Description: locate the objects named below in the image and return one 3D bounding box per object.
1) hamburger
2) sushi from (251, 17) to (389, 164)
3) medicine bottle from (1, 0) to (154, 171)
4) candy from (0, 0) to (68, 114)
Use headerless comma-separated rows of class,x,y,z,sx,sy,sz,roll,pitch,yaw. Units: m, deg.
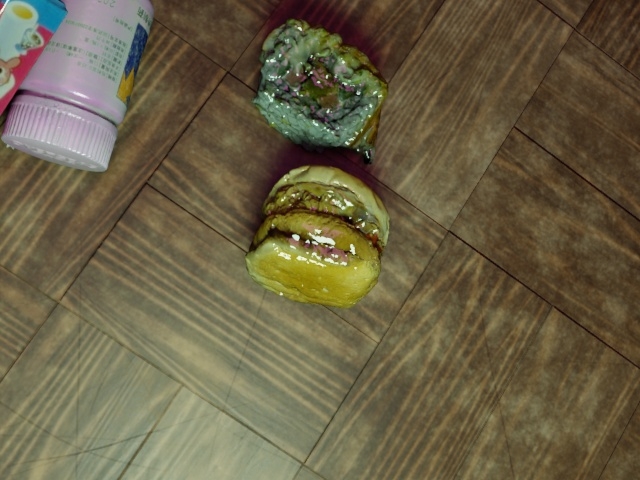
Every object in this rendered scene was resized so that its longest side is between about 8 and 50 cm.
hamburger,0.000,0.000,1.299,0.244,0.244,0.163,19,59,-10
sushi,0.008,-0.254,1.365,0.274,0.139,0.184,35,79,0
medicine bottle,-0.389,-0.272,1.261,0.178,0.178,0.290,14,81,-10
candy,-0.529,-0.278,1.187,0.306,0.100,0.157,-52,53,9
